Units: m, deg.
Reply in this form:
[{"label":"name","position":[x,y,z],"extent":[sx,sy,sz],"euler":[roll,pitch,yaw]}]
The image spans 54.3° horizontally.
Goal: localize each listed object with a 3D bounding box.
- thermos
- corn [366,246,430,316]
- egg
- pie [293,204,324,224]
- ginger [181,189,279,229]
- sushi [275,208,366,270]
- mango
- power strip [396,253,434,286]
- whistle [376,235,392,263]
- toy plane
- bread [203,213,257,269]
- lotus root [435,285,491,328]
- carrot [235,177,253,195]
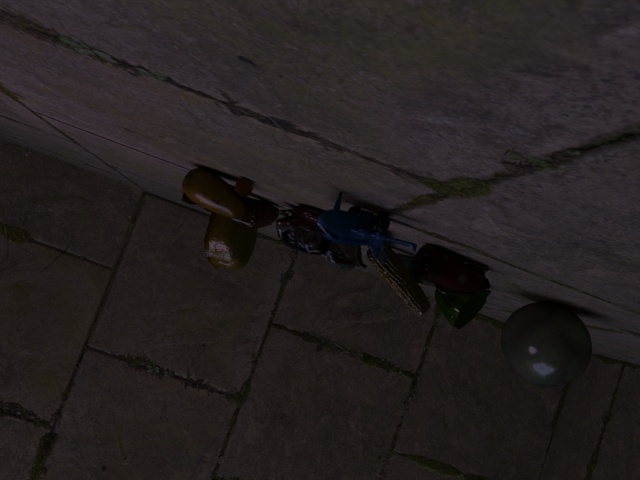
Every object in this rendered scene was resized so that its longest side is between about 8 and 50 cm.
[{"label":"thermos","position":[0.366,0.087,1.658],"extent":[0.231,0.099,0.124],"euler":[21,137,-26]},{"label":"corn","position":[0.253,0.122,2.012],"extent":[0.288,0.086,0.086],"euler":[51,172,-5]},{"label":"egg","position":[0.699,0.322,1.947],"extent":[0.258,0.259,0.352],"euler":[20,180,-3]},{"label":"pie","position":[-0.010,-0.065,1.775],"extent":[0.154,0.036,0.154],"euler":[20,176,2]},{"label":"ginger","position":[-0.282,-0.114,1.965],"extent":[0.309,0.107,0.133],"euler":[19,-168,-8]},{"label":"sushi","position":[0.000,0.000,1.920],"extent":[0.331,0.130,0.124],"euler":[19,179,-19]},{"label":"mango","position":[-0.292,-0.128,1.729],"extent":[0.195,0.098,0.137],"euler":[32,171,0]},{"label":"power strip","position":[0.311,0.098,2.087],"extent":[0.052,0.078,0.272],"euler":[21,176,-27]},{"label":"whistle","position":[0.174,0.015,1.784],"extent":[0.068,0.057,0.326],"euler":[62,-177,11]},{"label":"toy plane","position":[0.082,-0.028,1.381],"extent":[0.254,0.105,0.271],"euler":[15,173,38]},{"label":"bread","position":[-0.327,-0.022,2.269],"extent":[0.147,0.270,0.270],"euler":[12,174,14]},{"label":"lotus root","position":[0.458,0.184,2.134],"extent":[0.186,0.186,0.186],"euler":[20,176,2]},{"label":"carrot","position":[-0.205,-0.140,1.690],"extent":[0.048,0.048,0.139],"euler":[20,178,-4]}]
